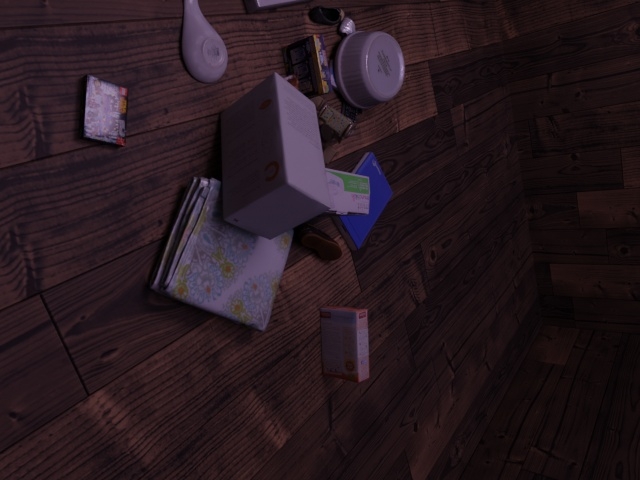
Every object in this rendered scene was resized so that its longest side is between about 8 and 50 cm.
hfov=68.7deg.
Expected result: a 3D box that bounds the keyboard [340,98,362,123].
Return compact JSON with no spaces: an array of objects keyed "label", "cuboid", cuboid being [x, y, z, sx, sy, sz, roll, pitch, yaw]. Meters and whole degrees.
[{"label":"keyboard","cuboid":[0.125,-0.516,1.726,0.108,0.023,0.180,21,75,-47]}]

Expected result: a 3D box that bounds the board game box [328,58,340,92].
[{"label":"board game box","cuboid":[0.061,-0.577,1.655,0.090,0.020,0.090,14,79,-47]}]

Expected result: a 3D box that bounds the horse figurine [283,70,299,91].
[{"label":"horse figurine","cuboid":[-0.097,-0.362,1.440,0.174,0.066,0.263,-40,116,-35]}]

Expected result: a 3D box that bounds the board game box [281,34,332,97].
[{"label":"board game box","cuboid":[-0.042,-0.528,1.446,0.048,0.141,0.170,-23,107,-46]}]

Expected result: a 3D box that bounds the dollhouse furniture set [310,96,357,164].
[{"label":"dollhouse furniture set","cuboid":[-0.006,-0.363,1.509,0.182,0.161,0.101,37,18,1]}]

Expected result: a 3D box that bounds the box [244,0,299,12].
[{"label":"box","cuboid":[-0.134,-0.833,1.409,0.322,0.058,0.232,-39,118,-43]}]

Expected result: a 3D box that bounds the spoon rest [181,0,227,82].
[{"label":"spoon rest","cuboid":[-0.305,-0.553,1.210,0.137,0.084,0.276,-22,119,-45]}]

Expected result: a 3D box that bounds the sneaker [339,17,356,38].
[{"label":"sneaker","cuboid":[0.116,-0.732,1.704,0.152,0.053,0.061,39,78,-39]}]

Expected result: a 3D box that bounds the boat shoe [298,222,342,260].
[{"label":"boat shoe","cuboid":[0.000,0.000,1.540,0.207,0.073,0.073,38,22,-48]}]

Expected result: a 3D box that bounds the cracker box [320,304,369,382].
[{"label":"cracker box","cuboid":[0.081,0.339,1.561,0.067,0.155,0.232,-4,93,-49]}]

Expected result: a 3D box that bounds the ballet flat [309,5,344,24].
[{"label":"ballet flat","cuboid":[0.031,-0.771,1.601,0.173,0.049,0.058,-29,112,-45]}]

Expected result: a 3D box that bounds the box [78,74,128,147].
[{"label":"box","cuboid":[-0.476,-0.283,1.033,0.094,0.027,0.137,5,86,-50]}]

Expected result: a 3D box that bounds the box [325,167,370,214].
[{"label":"box","cuboid":[-0.021,-0.135,1.397,0.262,0.231,0.127,2,88,-48]}]

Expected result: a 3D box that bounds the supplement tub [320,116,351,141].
[{"label":"supplement tub","cuboid":[0.057,-0.382,1.610,0.107,0.071,0.071,-30,111,-45]}]

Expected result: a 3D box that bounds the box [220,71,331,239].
[{"label":"box","cuboid":[-0.124,-0.212,1.208,0.168,0.215,0.345,26,48,-47]}]

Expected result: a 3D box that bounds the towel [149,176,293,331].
[{"label":"towel","cuboid":[-0.242,0.043,1.255,0.374,0.090,0.321,33,68,-43]}]

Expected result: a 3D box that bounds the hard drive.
[{"label":"hard drive","cuboid":[0.154,-0.149,1.739,0.319,0.040,0.210,-55,127,-33]}]

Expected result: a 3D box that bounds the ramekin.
[{"label":"ramekin","cuboid":[0.185,-0.608,1.659,0.272,0.127,0.273,-9,103,-42]}]
